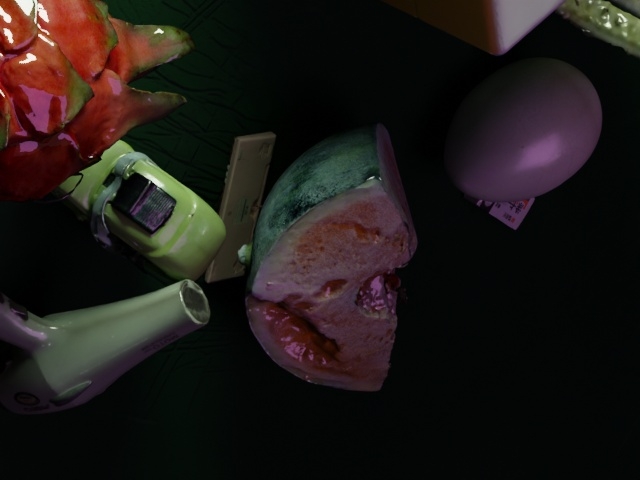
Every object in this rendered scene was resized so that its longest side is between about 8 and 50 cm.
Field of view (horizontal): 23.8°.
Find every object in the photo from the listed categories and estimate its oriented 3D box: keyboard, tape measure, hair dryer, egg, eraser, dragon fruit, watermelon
[{"bbox_3d":[-0.083,-0.034,1.551,0.055,0.017,0.166,-10,125,-41],"label":"keyboard"},{"bbox_3d":[-0.161,-0.024,1.352,0.087,0.154,0.177,-57,151,-8],"label":"tape measure"},{"bbox_3d":[-0.222,0.054,1.303,0.229,0.092,0.267,-12,143,12],"label":"hair dryer"},{"bbox_3d":[0.230,-0.124,1.746,0.209,0.151,0.151,-35,140,-21],"label":"egg"},{"bbox_3d":[0.225,-0.054,1.903,0.052,0.029,0.122,-58,145,3],"label":"eraser"},{"bbox_3d":[-0.227,-0.127,1.150,0.193,0.192,0.274,-49,161,29],"label":"dragon fruit"},{"bbox_3d":[-0.006,0.001,1.580,0.175,0.188,0.322,-1,133,-13],"label":"watermelon"}]

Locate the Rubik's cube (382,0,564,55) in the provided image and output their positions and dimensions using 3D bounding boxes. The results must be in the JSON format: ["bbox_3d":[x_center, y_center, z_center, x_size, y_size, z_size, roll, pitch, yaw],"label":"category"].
[{"bbox_3d":[0.121,-0.384,1.277,0.290,0.291,0.291,-41,142,-21],"label":"Rubik's cube"}]

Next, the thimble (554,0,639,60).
[{"bbox_3d":[0.332,-0.300,1.630,0.271,0.271,0.150,24,97,-56],"label":"thimble"}]
